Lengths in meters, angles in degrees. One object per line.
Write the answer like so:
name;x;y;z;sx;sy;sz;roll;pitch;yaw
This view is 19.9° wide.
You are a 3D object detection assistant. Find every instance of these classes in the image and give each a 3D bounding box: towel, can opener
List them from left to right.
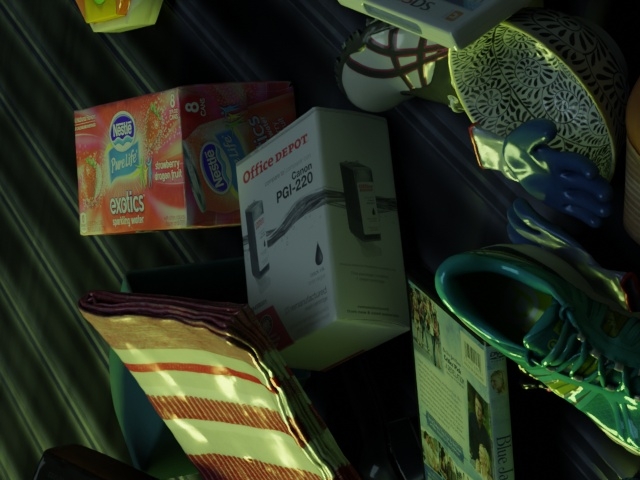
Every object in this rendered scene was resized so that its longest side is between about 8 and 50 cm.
towel;-0.082;0.182;1.772;0.237;0.037;0.329;3;134;46
can opener;0.055;0.175;1.780;0.186;0.073;0.059;67;-175;35

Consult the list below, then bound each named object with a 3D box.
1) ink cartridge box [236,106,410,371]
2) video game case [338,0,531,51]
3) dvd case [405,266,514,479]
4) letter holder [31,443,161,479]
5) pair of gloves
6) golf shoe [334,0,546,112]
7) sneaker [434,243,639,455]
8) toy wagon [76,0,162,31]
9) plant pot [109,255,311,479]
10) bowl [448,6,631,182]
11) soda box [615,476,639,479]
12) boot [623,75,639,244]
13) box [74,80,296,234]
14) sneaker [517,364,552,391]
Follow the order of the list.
ink cartridge box;0.000;0.000;1.763;0.158;0.092;0.218;-31;57;51
video game case;0.133;-0.230;1.440;0.183;0.201;0.023;32;154;55
dvd case;0.125;0.167;1.597;0.180;0.022;0.253;-136;37;-64
letter holder;-0.163;0.347;1.972;0.152;0.301;0.214;-66;-10;3
pair of gloves;0.189;-0.022;1.451;0.159;0.023;0.198;28;148;48
golf shoe;0.101;-0.155;1.592;0.273;0.105;0.120;-36;70;57
sneaker;0.200;0.088;1.376;0.275;0.110;0.107;30;100;29
toy wagon;-0.247;-0.429;2.209;0.267;0.068;0.344;1;95;61
plant pot;-0.143;0.159;2.016;0.165;0.165;0.234;66;149;31
bowl;0.189;-0.124;1.429;0.170;0.080;0.170;40;156;22
soda box;0.246;0.296;1.427;0.071;0.067;0.210;-4;91;61
boot;0.302;-0.070;1.241;0.283;0.109;0.220;-125;36;-61
box;-0.152;-0.087;2.010;0.300;0.142;0.154;-1;92;61
sneaker;0.199;0.106;1.474;0.170;0.074;0.063;50;136;46
